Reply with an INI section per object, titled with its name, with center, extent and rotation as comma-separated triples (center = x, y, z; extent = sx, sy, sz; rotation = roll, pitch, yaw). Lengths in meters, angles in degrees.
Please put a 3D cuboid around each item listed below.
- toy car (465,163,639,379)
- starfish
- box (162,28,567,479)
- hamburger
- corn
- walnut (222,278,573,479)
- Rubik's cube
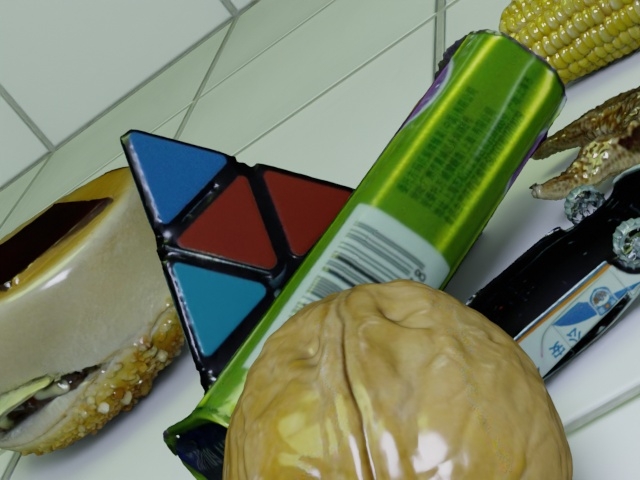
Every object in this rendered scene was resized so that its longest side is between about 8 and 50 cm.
[toy car]
center = 0.136, 0.033, 0.799
extent = 0.205, 0.056, 0.095
rotation = -40, 17, 2
[starfish]
center = 0.229, -0.100, 0.940
extent = 0.235, 0.062, 0.277
rotation = -30, 17, 32
[box]
center = 0.034, 0.018, 0.900
extent = 0.345, 0.097, 0.134
rotation = -54, -2, -26
[hamburger]
center = -0.223, 0.065, 1.272
extent = 0.302, 0.170, 0.302
rotation = -31, 19, 12
[corn]
center = 0.258, -0.206, 1.097
extent = 0.244, 0.093, 0.093
rotation = -26, 21, 29
[walnut]
center = 0.035, 0.108, 0.655
extent = 0.165, 0.165, 0.197
rotation = -37, 17, 7
[Rubik's cube]
center = 0.000, 0.000, 1.008
extent = 0.234, 0.250, 0.284
rotation = -20, 12, -2
